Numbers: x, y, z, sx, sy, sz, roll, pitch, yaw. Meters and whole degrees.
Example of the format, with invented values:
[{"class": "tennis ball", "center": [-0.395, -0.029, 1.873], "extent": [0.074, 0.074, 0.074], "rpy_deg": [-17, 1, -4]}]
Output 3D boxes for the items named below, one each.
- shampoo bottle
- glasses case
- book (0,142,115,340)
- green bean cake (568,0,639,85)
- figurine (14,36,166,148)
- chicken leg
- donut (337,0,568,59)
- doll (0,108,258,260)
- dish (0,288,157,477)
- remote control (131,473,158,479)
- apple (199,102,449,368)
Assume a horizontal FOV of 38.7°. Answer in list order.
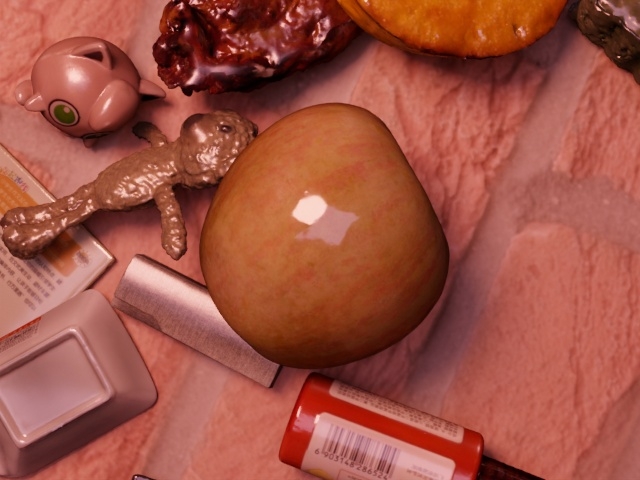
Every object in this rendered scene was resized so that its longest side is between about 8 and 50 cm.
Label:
[{"class": "shampoo bottle", "center": [0.101, 0.234, 0.965], "extent": [0.278, 0.104, 0.104], "rpy_deg": [20, 86, 6]}, {"class": "glasses case", "center": [-0.131, 0.089, 1.027], "extent": [0.205, 0.047, 0.071], "rpy_deg": [27, 88, 6]}, {"class": "book", "center": [-0.412, 0.056, 1.065], "extent": [0.208, 0.020, 0.295], "rpy_deg": [44, 89, 7]}, {"class": "green bean cake", "center": [0.437, -0.253, 0.977], "extent": [0.255, 0.132, 0.241], "rpy_deg": [42, 89, 5]}, {"class": "figurine", "center": [-0.261, -0.168, 1.024], "extent": [0.138, 0.125, 0.125], "rpy_deg": [-12, 83, 22]}, {"class": "chicken leg", "center": [-0.012, -0.288, 1.026], "extent": [0.407, 0.096, 0.158], "rpy_deg": [-41, 109, -11]}, {"class": "donut", "center": [0.127, -0.326, 0.976], "extent": [0.303, 0.110, 0.303], "rpy_deg": [0, 90, -21]}, {"class": "doll", "center": [-0.209, -0.071, 1.018], "extent": [0.286, 0.091, 0.202], "rpy_deg": [-6, 40, 24]}, {"class": "dish", "center": [-0.317, 0.172, 1.014], "extent": [0.234, 0.064, 0.154], "rpy_deg": [-30, 90, 0]}, {"class": "remote control", "center": [-0.219, 0.384, 1.015], "extent": [0.063, 0.025, 0.245], "rpy_deg": [19, 86, 5]}, {"class": "apple", "center": [0.000, 0.000, 0.924], "extent": [0.234, 0.257, 0.257], "rpy_deg": [-28, 83, 8]}]
